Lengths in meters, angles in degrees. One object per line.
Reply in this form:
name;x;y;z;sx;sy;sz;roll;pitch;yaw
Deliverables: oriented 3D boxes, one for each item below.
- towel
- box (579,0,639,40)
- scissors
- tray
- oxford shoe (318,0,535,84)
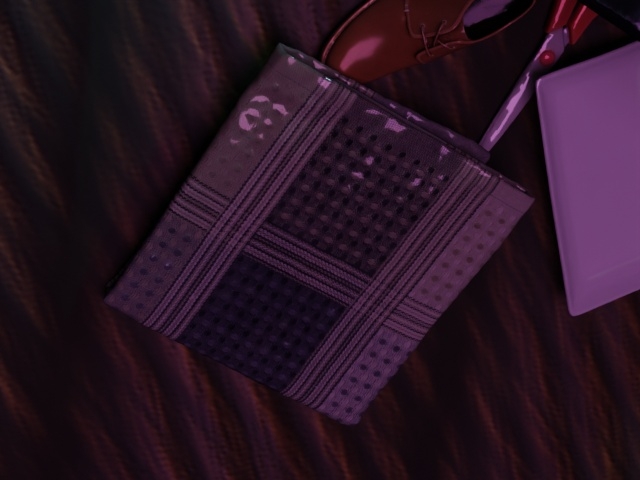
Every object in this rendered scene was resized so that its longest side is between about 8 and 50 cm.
towel;0.000;0.000;1.549;0.312;0.056;0.324;29;112;-24
box;0.502;-0.310;1.397;0.480;0.297;0.472;27;104;-26
scissors;0.233;-0.187;1.545;0.109;0.021;0.297;11;112;-20
tray;0.287;-0.065;1.610;0.145;0.030;0.270;-21;120;-13
oxford shoe;0.097;-0.195;1.472;0.212;0.076;0.076;-27;123;4
